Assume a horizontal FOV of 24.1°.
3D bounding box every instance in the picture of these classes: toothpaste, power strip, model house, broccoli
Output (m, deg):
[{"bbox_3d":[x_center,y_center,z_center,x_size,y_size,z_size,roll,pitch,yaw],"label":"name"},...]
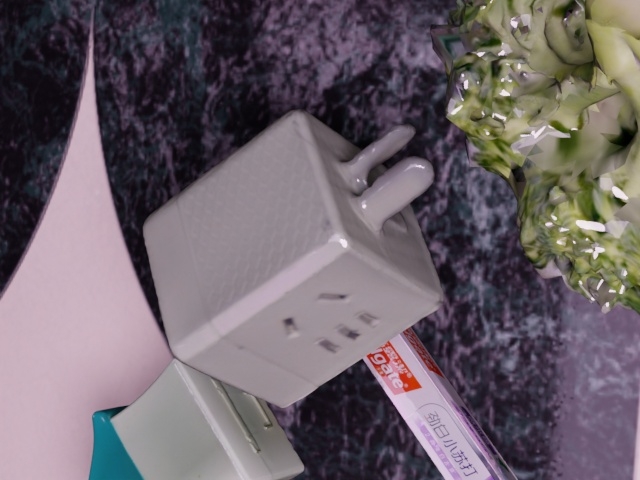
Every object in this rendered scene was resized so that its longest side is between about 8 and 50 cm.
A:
[{"bbox_3d":[0.091,0.141,1.136,0.047,0.040,0.196,-40,73,18],"label":"toothpaste"},{"bbox_3d":[0.000,0.000,1.107,0.224,0.140,0.139,-34,50,21],"label":"power strip"},{"bbox_3d":[-0.113,0.177,1.202,0.149,0.100,0.127,-37,74,19],"label":"model house"},{"bbox_3d":[0.251,-0.100,0.938,0.375,0.302,0.249,32,59,31],"label":"broccoli"}]
